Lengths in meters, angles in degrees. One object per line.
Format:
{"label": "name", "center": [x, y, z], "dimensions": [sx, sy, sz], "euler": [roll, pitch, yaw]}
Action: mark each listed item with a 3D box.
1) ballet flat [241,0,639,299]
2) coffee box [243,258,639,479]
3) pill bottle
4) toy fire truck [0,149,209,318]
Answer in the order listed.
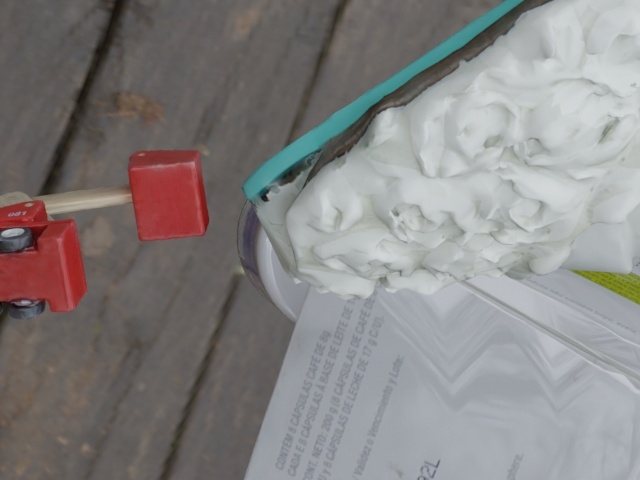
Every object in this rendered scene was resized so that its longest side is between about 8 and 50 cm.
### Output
{"label": "ballet flat", "center": [0.160, -0.078, 0.452], "dimensions": [0.409, 0.147, 0.147], "euler": [-37, 130, 16]}
{"label": "coffee box", "center": [0.169, 0.170, 0.941], "dimensions": [0.334, 0.338, 0.338], "euler": [-18, 131, -63]}
{"label": "pill bottle", "center": [0.000, 0.000, 1.089], "dimensions": [0.112, 0.186, 0.112], "euler": [-1, 95, -9]}
{"label": "toy fire truck", "center": [-0.167, -0.004, 0.873], "dimensions": [0.192, 0.135, 0.047], "euler": [-3, 112, 8]}
